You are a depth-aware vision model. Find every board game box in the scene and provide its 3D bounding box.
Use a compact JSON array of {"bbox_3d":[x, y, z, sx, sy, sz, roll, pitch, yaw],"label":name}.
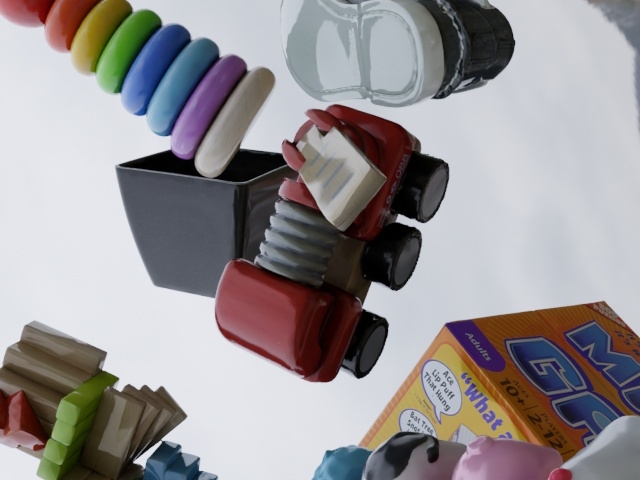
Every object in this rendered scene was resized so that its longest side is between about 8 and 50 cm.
[{"bbox_3d":[0.286,0.336,1.087,0.356,0.356,0.356,-2,-137,-41],"label":"board game box"}]

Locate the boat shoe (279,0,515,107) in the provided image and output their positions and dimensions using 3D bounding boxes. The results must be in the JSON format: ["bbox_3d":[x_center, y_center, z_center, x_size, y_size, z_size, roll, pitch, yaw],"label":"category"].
[{"bbox_3d":[0.049,-0.173,0.741,0.302,0.091,0.114,-138,40,-56],"label":"boat shoe"}]

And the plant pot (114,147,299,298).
[{"bbox_3d":[-0.138,-0.025,1.123,0.188,0.187,0.167,-34,-51,-61],"label":"plant pot"}]

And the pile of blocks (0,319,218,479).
[{"bbox_3d":[-0.182,0.234,0.791,0.362,0.149,0.112,47,-165,0],"label":"pile of blocks"}]

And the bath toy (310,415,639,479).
[{"bbox_3d":[0.106,0.210,0.628,0.129,0.348,0.151,9,-111,-36],"label":"bath toy"}]

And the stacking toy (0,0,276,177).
[{"bbox_3d":[-0.219,-0.211,0.944,0.330,0.141,0.141,32,-144,-6],"label":"stacking toy"}]

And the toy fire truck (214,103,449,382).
[{"bbox_3d":[0.000,0.000,0.640,0.246,0.158,0.217,19,-87,-65],"label":"toy fire truck"}]
